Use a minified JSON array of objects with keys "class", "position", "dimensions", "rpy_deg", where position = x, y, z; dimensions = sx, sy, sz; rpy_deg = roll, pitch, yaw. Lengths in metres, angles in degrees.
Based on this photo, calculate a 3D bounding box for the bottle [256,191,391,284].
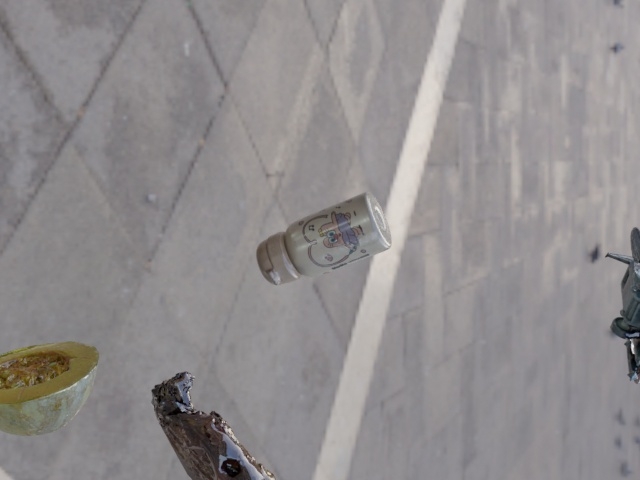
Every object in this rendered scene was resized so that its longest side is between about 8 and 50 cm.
[{"class":"bottle","position":[0.000,0.000,1.647],"dimensions":[0.110,0.209,0.097],"rpy_deg":[-87,152,-55]}]

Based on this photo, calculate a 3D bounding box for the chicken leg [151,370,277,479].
[{"class":"chicken leg","position":[-0.050,0.198,0.826],"dimensions":[0.051,0.253,0.106],"rpy_deg":[-37,143,-25]}]

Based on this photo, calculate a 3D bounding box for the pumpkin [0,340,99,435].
[{"class":"pumpkin","position":[-0.435,0.233,1.571],"dimensions":[0.217,0.217,0.110],"rpy_deg":[-50,140,-59]}]

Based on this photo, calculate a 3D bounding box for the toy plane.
[{"class":"toy plane","position":[0.464,0.066,1.479],"dimensions":[0.326,0.104,0.223],"rpy_deg":[-93,-165,-57]}]
